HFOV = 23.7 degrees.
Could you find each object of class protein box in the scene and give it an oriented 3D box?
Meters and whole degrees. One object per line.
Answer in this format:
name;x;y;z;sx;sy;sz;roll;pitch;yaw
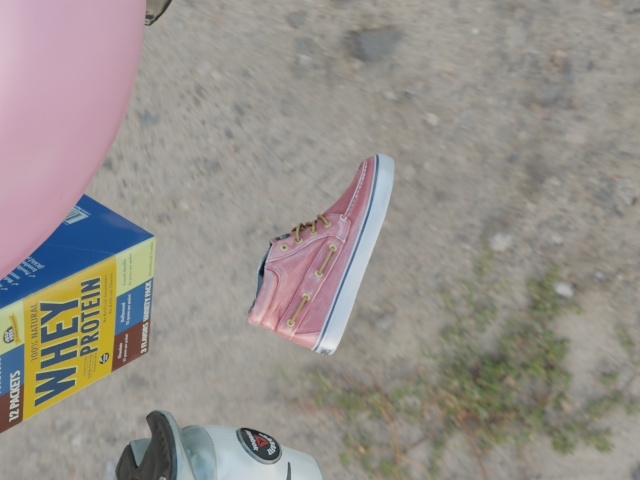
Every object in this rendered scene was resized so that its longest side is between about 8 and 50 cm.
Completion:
protein box;-0.293;0.045;1.394;0.201;0.200;0.136;-28;137;-43

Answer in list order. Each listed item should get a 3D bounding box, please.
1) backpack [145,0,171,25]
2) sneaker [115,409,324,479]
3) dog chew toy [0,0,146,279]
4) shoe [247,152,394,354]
backpack;-0.243;-0.330;1.446;0.263;0.213;0.276;23;114;-19
sneaker;-0.101;0.262;1.052;0.146;0.122;0.330;12;126;-30
dog chew toy;-0.178;-0.010;0.445;0.206;0.206;0.332;18;128;-12
shoe;0.000;0.000;1.268;0.081;0.063;0.178;20;80;-7
